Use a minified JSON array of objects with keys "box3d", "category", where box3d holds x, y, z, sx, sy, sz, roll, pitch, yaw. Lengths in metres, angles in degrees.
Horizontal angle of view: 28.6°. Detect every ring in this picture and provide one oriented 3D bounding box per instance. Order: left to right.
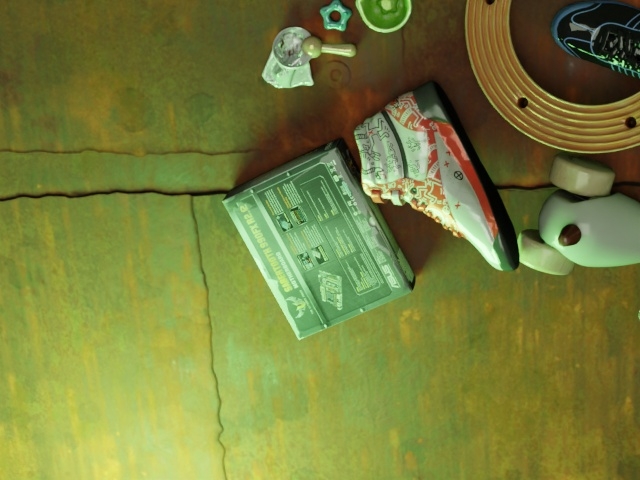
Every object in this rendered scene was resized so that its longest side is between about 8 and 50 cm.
[{"box3d":[0.337,-0.274,1.528,0.336,0.032,0.337,2,94,27],"category":"ring"}]

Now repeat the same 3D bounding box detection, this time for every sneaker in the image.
[{"box3d":[0.147,-0.060,1.651,0.145,0.090,0.270,-27,88,19],"category":"sneaker"},{"box3d":[0.400,-0.240,1.553,0.232,0.090,0.081,13,111,5],"category":"sneaker"}]

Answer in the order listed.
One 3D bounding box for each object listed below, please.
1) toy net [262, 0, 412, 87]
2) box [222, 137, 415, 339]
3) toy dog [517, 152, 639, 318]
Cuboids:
[{"box3d":[0.005,-0.283,1.635,0.232,0.045,0.122,-33,101,20],"category":"toy net"},{"box3d":[0.000,0.000,1.731,0.183,0.056,0.231,-25,103,18],"category":"box"},{"box3d":[0.413,0.003,1.600,0.333,0.161,0.220,-2,109,11],"category":"toy dog"}]
